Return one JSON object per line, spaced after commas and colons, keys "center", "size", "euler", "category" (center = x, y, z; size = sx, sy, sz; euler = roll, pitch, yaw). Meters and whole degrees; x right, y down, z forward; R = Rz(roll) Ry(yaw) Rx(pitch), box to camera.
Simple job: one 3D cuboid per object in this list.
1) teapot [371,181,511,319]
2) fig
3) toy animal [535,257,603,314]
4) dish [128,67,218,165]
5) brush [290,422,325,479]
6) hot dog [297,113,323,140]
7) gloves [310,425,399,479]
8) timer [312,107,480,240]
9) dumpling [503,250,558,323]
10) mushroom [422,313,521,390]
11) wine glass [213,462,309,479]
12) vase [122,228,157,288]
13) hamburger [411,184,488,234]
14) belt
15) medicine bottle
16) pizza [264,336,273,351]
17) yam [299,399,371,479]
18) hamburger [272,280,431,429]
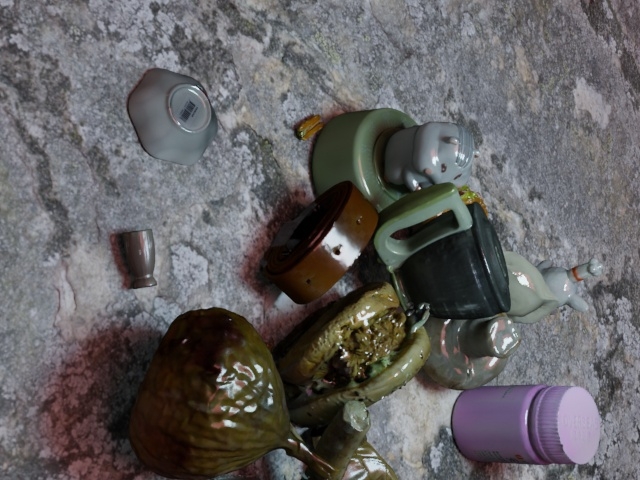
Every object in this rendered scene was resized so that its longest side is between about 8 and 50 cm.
{"center": [0.247, 0.051, 1.744], "size": [0.321, 0.239, 0.239], "euler": [34, 41, -64], "category": "teapot"}
{"center": [-0.125, 0.288, 1.408], "size": [0.368, 0.286, 0.286], "euler": [29, 61, -11], "category": "fig"}
{"center": [0.565, 0.118, 2.095], "size": [0.138, 0.282, 0.141], "euler": [-6, 87, -63], "category": "toy animal"}
{"center": [-0.255, -0.236, 1.571], "size": [0.190, 0.066, 0.191], "euler": [10, 75, -39], "category": "dish"}
{"center": [-0.076, 0.333, 1.526], "size": [0.048, 0.054, 0.282], "euler": [-34, 64, -17], "category": "brush"}
{"center": [-0.024, -0.240, 1.807], "size": [0.083, 0.021, 0.037], "euler": [-37, 116, -41], "category": "hot dog"}
{"center": [0.091, 0.503, 1.681], "size": [0.331, 0.141, 0.154], "euler": [63, 23, 0], "category": "gloves"}
{"center": [0.187, -0.161, 1.781], "size": [0.290, 0.315, 0.291], "euler": [8, 77, -40], "category": "timer"}
{"center": [0.444, 0.105, 2.004], "size": [0.250, 0.162, 0.132], "euler": [41, 44, -11], "category": "dumpling"}
{"center": [0.339, 0.222, 1.887], "size": [0.243, 0.243, 0.243], "euler": [10, 75, -40], "category": "mushroom"}
{"center": [-0.113, 0.573, 1.460], "size": [0.190, 0.190, 0.357], "euler": [12, 78, -39], "category": "wine glass"}
{"center": [-0.312, 0.032, 1.477], "size": [0.053, 0.053, 0.101], "euler": [-9, 91, -42], "category": "vase"}
{"center": [0.307, -0.047, 1.997], "size": [0.210, 0.116, 0.173], "euler": [-4, 87, -42], "category": "hamburger"}
{"center": [0.000, 0.000, 1.671], "size": [0.105, 0.184, 0.261], "euler": [46, 69, -23], "category": "belt"}
{"center": [0.462, 0.416, 1.922], "size": [0.178, 0.290, 0.178], "euler": [10, 74, -41], "category": "medicine bottle"}
{"center": [-0.117, 0.217, 1.637], "size": [0.083, 0.016, 0.037], "euler": [-47, 113, -33], "category": "pizza"}
{"center": [0.006, 0.423, 1.550], "size": [0.071, 0.317, 0.067], "euler": [25, 25, -3], "category": "yam"}
{"center": [0.064, 0.211, 1.636], "size": [0.318, 0.277, 0.195], "euler": [-35, 95, -35], "category": "hamburger"}
